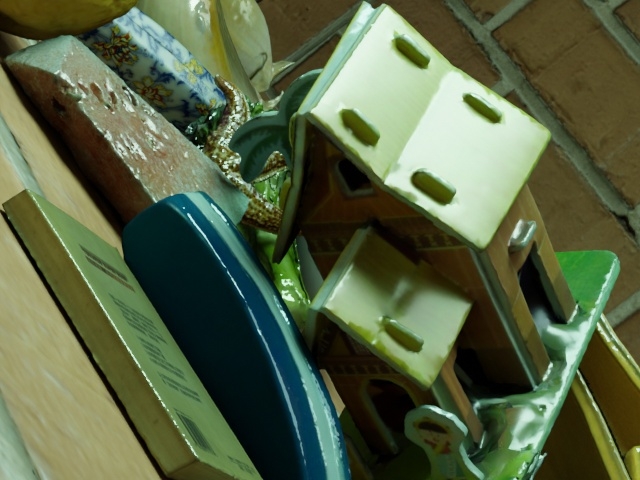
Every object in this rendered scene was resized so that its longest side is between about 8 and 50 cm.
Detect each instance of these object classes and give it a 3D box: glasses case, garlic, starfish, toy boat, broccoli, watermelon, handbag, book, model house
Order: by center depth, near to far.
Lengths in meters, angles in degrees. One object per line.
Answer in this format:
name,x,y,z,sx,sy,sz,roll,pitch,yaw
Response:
book,-0.124,0.077,1.196,0.231,0.026,0.161,56,5,23
toy boat,-0.058,0.099,1.291,0.299,0.096,0.062,61,18,18
model house,0.012,0.004,1.414,0.300,0.340,0.323,-57,132,-41
watermelon,-0.181,-0.080,1.527,0.241,0.094,0.154,51,15,-8
handbag,0.230,0.246,1.635,0.283,0.133,0.401,60,-25,25
starfish,-0.107,-0.066,1.800,0.238,0.213,0.057,18,-17,-8
broccoli,-0.069,-0.018,1.901,0.145,0.165,0.304,4,45,-26
glasses case,-0.200,-0.203,1.964,0.248,0.087,0.065,42,52,-30
garlic,-0.163,-0.280,2.308,0.286,0.249,0.313,36,-28,40

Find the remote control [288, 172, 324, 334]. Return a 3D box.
remote control,0.000,0.000,2.026,0.103,0.221,0.332,7,22,-17

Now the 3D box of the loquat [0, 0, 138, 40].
loquat,-0.243,-0.282,1.549,0.208,0.208,0.208,53,5,-6
